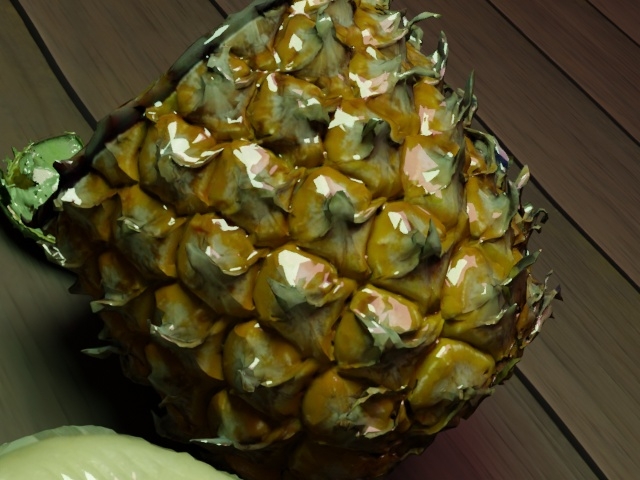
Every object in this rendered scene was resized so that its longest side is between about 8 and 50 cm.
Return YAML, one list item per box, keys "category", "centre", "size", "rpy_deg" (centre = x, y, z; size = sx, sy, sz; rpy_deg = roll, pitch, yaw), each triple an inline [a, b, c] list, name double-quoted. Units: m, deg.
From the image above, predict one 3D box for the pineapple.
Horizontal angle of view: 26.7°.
- category: "pineapple"
  centre: [-0.001, 0.001, 0.955]
  size: [0.300, 0.352, 0.352]
  rpy_deg: [50, 31, -2]

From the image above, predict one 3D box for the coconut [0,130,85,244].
- category: "coconut"
  centre: [-0.215, -0.031, 1.123]
  size: [0.133, 0.055, 0.158]
  rpy_deg: [8, 33, -27]

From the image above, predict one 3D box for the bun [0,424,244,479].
- category: "bun"
  centre: [-0.117, 0.229, 0.704]
  size: [0.259, 0.152, 0.259]
  rpy_deg: [21, 35, -16]
